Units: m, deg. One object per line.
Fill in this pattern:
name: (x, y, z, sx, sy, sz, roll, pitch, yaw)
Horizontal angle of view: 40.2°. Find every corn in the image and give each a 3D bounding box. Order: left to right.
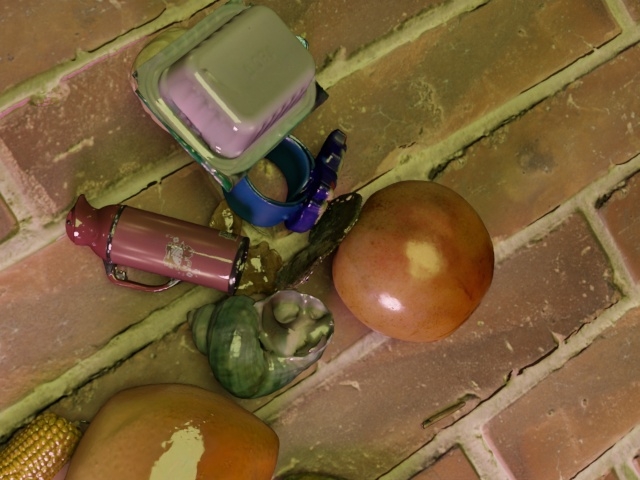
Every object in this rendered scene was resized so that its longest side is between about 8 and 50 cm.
corn: (-0.531, 0.412, 1.506, 0.101, 0.101, 0.310, 47, 76, -7)

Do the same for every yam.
yam: (0.250, 0.354, 1.778, 0.107, 0.014, 0.014, -25, 92, -17)

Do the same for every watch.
watch: (-0.076, -0.123, 1.657, 0.200, 0.171, 0.196, 24, 48, -16)

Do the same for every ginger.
ginger: (-0.141, 0.020, 1.676, 0.132, 0.059, 0.214, -9, 89, -10)

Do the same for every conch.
conch: (-0.122, 0.183, 1.615, 0.277, 0.195, 0.220, 14, 78, 10)

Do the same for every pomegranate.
pomegranate: (0.164, 0.033, 1.648, 0.319, 0.319, 0.319, 2, 84, -16)

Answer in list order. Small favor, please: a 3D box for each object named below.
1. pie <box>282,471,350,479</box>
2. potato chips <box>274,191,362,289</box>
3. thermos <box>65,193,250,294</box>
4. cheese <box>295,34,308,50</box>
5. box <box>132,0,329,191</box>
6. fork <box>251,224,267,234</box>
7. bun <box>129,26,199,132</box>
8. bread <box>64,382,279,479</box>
pie: (0.015, 0.543, 1.592, 0.276, 0.079, 0.277, 11, 38, -9)
potato chips: (-0.003, -0.003, 1.634, 0.029, 0.202, 0.220, 41, 66, -21)
thermos: (-0.304, 0.015, 1.597, 0.330, 0.136, 0.110, 15, 41, 1)
cheese: (-0.106, -0.304, 1.732, 0.106, 0.037, 0.256, 34, 80, -8)
box: (-0.135, -0.288, 1.551, 0.264, 0.106, 0.337, 48, 56, -10)
fork: (-0.170, -0.099, 1.694, 0.028, 0.034, 0.219, -38, 95, -8)
bun: (-0.246, -0.287, 1.632, 0.229, 0.145, 0.230, 5, 80, -31)
bread: (-0.263, 0.435, 1.503, 0.347, 0.253, 0.376, 24, 77, -9)
